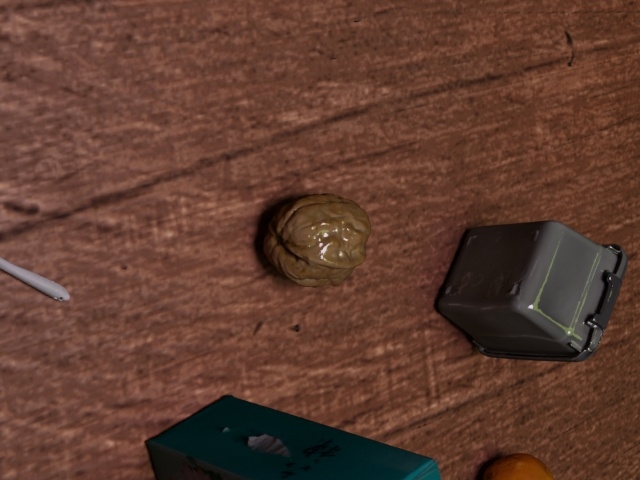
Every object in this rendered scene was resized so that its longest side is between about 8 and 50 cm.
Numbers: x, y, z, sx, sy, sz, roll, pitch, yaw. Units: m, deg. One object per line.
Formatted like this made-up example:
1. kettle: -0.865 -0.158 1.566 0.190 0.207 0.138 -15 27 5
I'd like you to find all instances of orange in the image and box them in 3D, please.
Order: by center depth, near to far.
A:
1. orange: 0.204 0.260 1.208 0.084 0.083 0.083 -6 99 -42

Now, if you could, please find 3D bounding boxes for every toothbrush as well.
1. toothbrush: -0.236 0.003 0.816 0.162 0.014 0.017 35 57 -40

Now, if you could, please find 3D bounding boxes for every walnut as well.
1. walnut: 0.000 0.000 0.993 0.096 0.082 0.079 3 121 -44

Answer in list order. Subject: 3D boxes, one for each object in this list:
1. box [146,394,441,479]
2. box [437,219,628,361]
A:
1. box: -0.014 0.221 0.890 0.092 0.245 0.153 -26 111 -36
2. box: 0.194 0.043 1.125 0.093 0.172 0.124 32 71 -24
